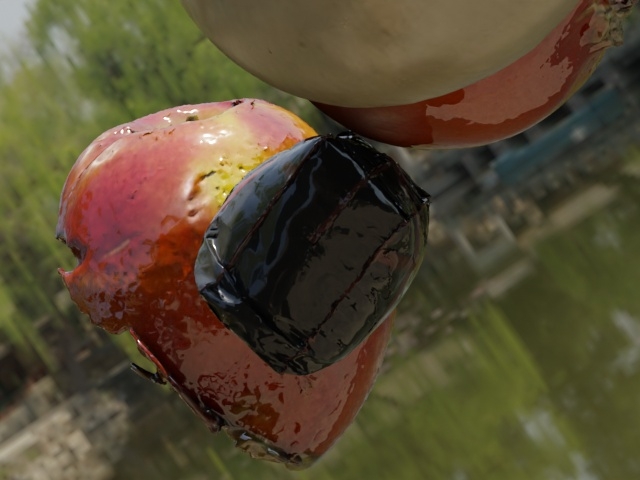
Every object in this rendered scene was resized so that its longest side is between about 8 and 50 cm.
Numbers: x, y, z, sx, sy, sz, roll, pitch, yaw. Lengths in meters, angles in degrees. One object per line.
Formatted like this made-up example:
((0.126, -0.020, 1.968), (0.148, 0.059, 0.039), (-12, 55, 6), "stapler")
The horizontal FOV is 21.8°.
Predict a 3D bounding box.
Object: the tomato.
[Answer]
((0.089, -0.225, 1.317), (0.321, 0.321, 0.321), (-34, 1, 0), "tomato")

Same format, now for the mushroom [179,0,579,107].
((0.065, -0.250, 1.018), (0.294, 0.362, 0.362), (20, -42, -41), "mushroom")

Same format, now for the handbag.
((0.000, 0.000, 1.285), (0.169, 0.155, 0.215), (-47, -1, 8), "handbag")

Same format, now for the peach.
((-0.094, 0.054, 1.828), (0.353, 0.416, 0.339), (-11, 6, 3), "peach")
